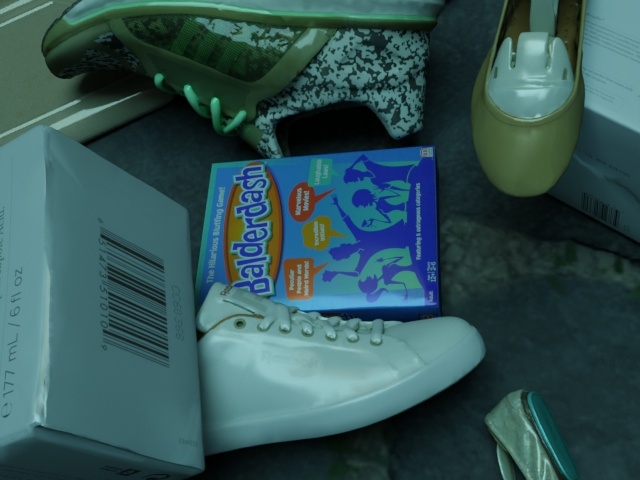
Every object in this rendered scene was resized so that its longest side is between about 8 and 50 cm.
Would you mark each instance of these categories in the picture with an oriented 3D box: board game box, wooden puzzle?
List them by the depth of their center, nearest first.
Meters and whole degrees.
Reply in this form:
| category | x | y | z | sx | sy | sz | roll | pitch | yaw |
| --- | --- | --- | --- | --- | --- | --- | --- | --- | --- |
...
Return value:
| category | x | y | z | sx | sy | sz | roll | pitch | yaw |
| --- | --- | --- | --- | --- | --- | --- | --- | --- | --- |
| board game box | 0.000 | 0.000 | 0.726 | 0.210 | 0.047 | 0.160 | -4 | 60 | 12 |
| wooden puzzle | -0.292 | -0.201 | 0.916 | 0.221 | 0.044 | 0.239 | -25 | 63 | -3 |

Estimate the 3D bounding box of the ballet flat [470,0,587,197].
| category | x | y | z | sx | sy | sz | roll | pitch | yaw |
| --- | --- | --- | --- | --- | --- | --- | --- | --- | --- |
| ballet flat | 0.150 | -0.143 | 0.584 | 0.080 | 0.073 | 0.232 | 4 | 63 | 18 |

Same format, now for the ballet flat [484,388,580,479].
| category | x | y | z | sx | sy | sz | roll | pitch | yaw |
| --- | --- | --- | --- | --- | --- | --- | --- | --- | --- |
| ballet flat | 0.168 | 0.188 | 0.586 | 0.052 | 0.057 | 0.168 | -38 | 51 | 23 |

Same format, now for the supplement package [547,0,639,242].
| category | x | y | z | sx | sy | sz | roll | pitch | yaw |
| --- | --- | --- | --- | --- | --- | --- | --- | --- | --- |
| supplement package | 0.288 | -0.122 | 0.667 | 0.194 | 0.149 | 0.203 | 35 | 73 | 28 |

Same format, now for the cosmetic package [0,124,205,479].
| category | x | y | z | sx | sy | sz | roll | pitch | yaw |
| --- | --- | --- | --- | --- | --- | --- | --- | --- | --- |
| cosmetic package | -0.282 | 0.105 | 0.603 | 0.385 | 0.156 | 0.217 | -24 | 57 | 22 |

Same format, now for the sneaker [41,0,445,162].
| category | x | y | z | sx | sy | sz | roll | pitch | yaw |
| --- | --- | --- | --- | --- | --- | --- | --- | --- | --- |
| sneaker | -0.080 | -0.152 | 0.767 | 0.410 | 0.158 | 0.182 | -1 | 99 | 20 |

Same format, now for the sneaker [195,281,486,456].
| category | x | y | z | sx | sy | sz | roll | pitch | yaw |
| --- | --- | --- | --- | --- | --- | --- | --- | --- | --- |
| sneaker | -0.024 | 0.083 | 0.626 | 0.290 | 0.106 | 0.123 | -14 | 95 | 5 |
